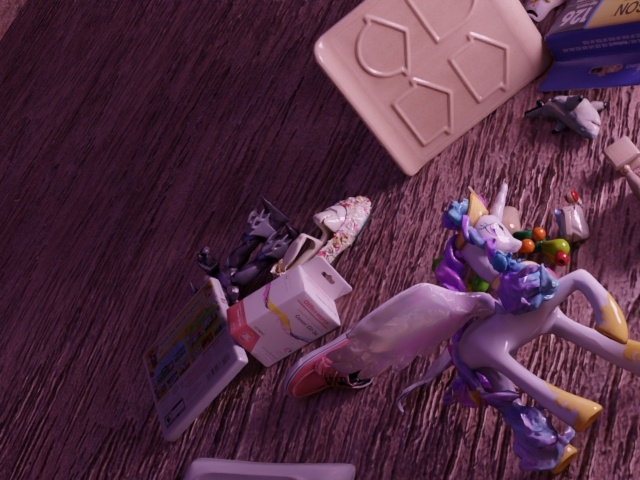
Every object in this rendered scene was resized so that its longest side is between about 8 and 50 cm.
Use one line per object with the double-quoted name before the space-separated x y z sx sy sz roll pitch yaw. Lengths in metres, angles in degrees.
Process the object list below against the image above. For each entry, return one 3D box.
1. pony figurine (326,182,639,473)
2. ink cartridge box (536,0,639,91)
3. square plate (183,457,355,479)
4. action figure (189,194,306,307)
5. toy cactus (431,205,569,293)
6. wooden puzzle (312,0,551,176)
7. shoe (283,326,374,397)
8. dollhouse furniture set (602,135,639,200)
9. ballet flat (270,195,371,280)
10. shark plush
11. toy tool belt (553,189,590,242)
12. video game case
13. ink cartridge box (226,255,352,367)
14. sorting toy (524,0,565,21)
"pony figurine" 0.232 0.135 1.365 0.351 0.303 0.363 -47 61 3
"ink cartridge box" 0.519 -0.389 1.664 0.307 0.072 0.303 -52 24 -13
"square plate" -0.136 0.489 1.514 0.343 0.049 0.347 -7 51 36
"action figure" -0.163 0.058 1.884 0.285 0.099 0.185 -45 51 6
"toy cactus" 0.288 0.015 1.553 0.218 0.112 0.180 -20 25 32
"wooden puzzle" 0.195 -0.333 1.753 0.347 0.322 0.080 -40 30 3
"shoe" 0.022 0.212 1.611 0.178 0.063 0.081 -35 35 4
"dollhouse furniture set" 0.577 -0.145 1.371 0.303 0.174 0.356 -35 40 10
"ballet flat" 0.000 0.000 1.811 0.241 0.077 0.091 -51 39 -10
"shark plush" 0.401 -0.210 1.677 0.161 0.073 0.067 14 96 41
"toy tool belt" 0.377 -0.032 1.534 0.051 0.052 0.083 -24 62 31
"video game case" -0.230 0.213 1.795 0.227 0.026 0.206 -48 43 22
"ink cartridge box" -0.048 0.122 1.711 0.198 0.115 0.067 -32 39 15
"sorting toy" 0.417 -0.453 1.897 0.083 0.044 0.075 34 100 51
